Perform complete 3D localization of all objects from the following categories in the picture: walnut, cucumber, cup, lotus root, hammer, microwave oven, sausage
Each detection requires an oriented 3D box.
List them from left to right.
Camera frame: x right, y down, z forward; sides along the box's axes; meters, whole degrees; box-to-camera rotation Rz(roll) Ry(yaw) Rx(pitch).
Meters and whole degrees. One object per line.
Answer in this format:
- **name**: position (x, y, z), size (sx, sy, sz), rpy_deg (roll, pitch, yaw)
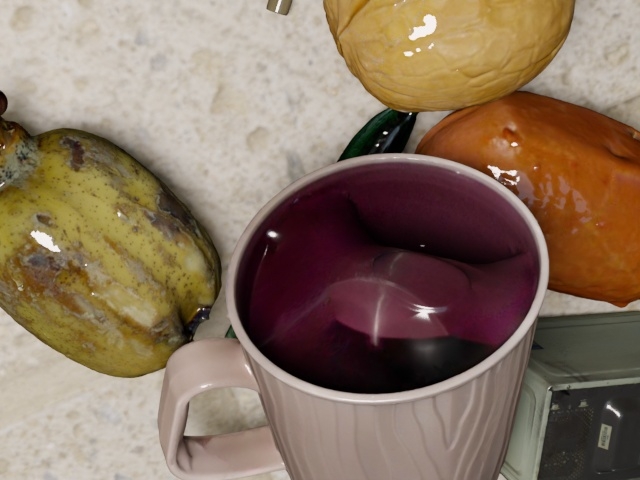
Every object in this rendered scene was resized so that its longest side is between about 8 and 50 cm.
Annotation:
- **lotus root**: position (-0.192, -0.007, 0.822), size (0.154, 0.154, 0.278), rpy_deg (-45, 117, 0)
- **hammer**: position (-0.072, -0.211, 0.861), size (0.110, 0.019, 0.035), rpy_deg (13, 103, -19)
- **cucumber**: position (0.000, 0.000, 0.937), size (0.056, 0.056, 0.284), rpy_deg (31, 99, -24)
- **cup**: position (0.031, 0.110, 0.833), size (0.288, 0.208, 0.273), rpy_deg (-40, 150, -22)
- **walnut**: position (0.104, -0.184, 0.849), size (0.197, 0.165, 0.165), rpy_deg (-14, 111, -8)
- **sausage**: position (0.203, -0.035, 0.932), size (0.268, 0.153, 0.141), rpy_deg (15, 124, -19)
- **microwave oven**: position (0.249, 0.153, 1.008), size (0.205, 0.163, 0.129), rpy_deg (-2, 110, -21)
